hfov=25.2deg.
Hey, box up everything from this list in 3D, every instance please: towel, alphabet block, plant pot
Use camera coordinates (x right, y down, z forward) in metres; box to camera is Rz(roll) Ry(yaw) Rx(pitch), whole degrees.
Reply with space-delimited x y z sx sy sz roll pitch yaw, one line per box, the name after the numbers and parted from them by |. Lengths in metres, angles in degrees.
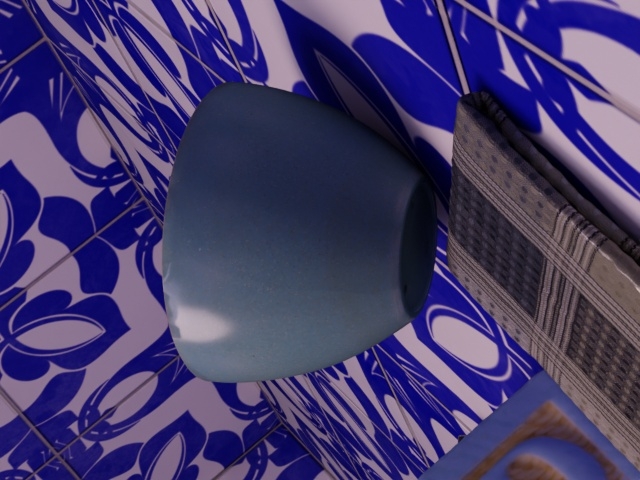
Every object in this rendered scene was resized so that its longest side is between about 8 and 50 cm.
0.221 0.054 1.156 0.324 0.056 0.312 49 166 22 | towel
0.227 0.284 1.460 0.192 0.193 0.197 47 168 25 | alphabet block
0.000 0.000 1.351 0.196 0.290 0.290 5 149 19 | plant pot

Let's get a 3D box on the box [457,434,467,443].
0.215 0.415 1.824 0.216 0.060 0.270 67 -155 -51 | box
